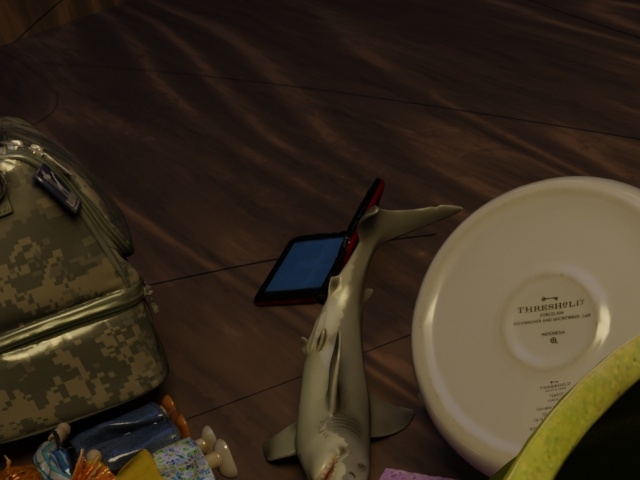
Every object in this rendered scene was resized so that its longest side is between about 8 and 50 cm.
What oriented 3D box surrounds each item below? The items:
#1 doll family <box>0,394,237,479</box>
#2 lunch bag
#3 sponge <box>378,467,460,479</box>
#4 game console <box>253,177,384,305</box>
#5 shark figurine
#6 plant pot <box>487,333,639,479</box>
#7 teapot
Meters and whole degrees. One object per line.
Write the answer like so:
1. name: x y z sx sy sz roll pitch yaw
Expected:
1. doll family: -0.172 0.189 0.986 0.163 0.118 0.263 -23 27 -24
2. lunch bag: -0.283 0.018 1.162 0.212 0.256 0.305 -20 17 -11
3. sponge: 0.120 0.225 0.889 0.210 0.031 0.117 4 31 28
4. game console: 0.000 0.000 1.313 0.085 0.124 0.144 21 35 6
5. shark figurine: 0.041 0.106 1.050 0.166 0.116 0.278 -34 40 59
6. plant pot: 0.110 0.256 0.434 0.366 0.366 0.353 -37 -6 -39
7. teapot: 0.207 0.081 0.927 0.256 0.187 0.252 39 95 35
